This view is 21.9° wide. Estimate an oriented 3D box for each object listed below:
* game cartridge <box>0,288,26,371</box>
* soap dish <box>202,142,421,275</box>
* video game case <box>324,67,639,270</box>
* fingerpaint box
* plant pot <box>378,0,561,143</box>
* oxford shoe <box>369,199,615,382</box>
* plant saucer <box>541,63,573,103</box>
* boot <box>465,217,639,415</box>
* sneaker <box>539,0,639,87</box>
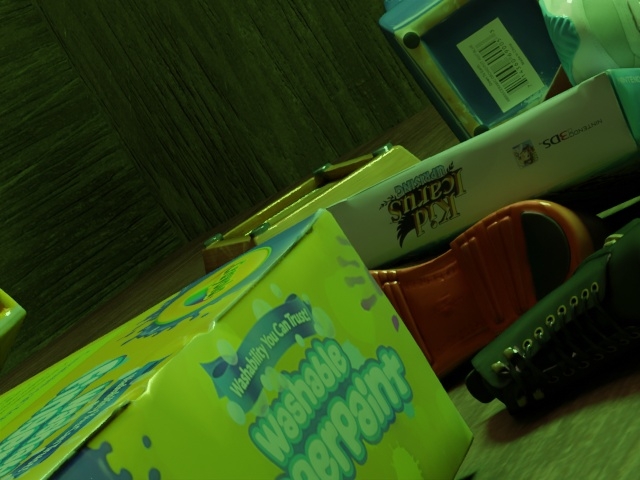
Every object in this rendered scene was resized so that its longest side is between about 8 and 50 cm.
[{"bbox_3d":[-0.346,0.204,1.150,0.285,0.052,0.324,-48,-5,-48],"label":"game cartridge"},{"bbox_3d":[0.000,0.000,1.782,0.229,0.118,0.291,-33,7,-16],"label":"soap dish"},{"bbox_3d":[0.175,-0.051,1.201,0.244,0.061,0.269,-27,-10,35],"label":"video game case"},{"bbox_3d":[-0.161,0.193,0.753,0.371,0.163,0.445,-30,6,23],"label":"fingerpaint box"},{"bbox_3d":[0.210,-0.232,1.844,0.236,0.236,0.212,-33,10,21],"label":"plant pot"},{"bbox_3d":[0.083,0.054,1.134,0.271,0.097,0.098,-24,-12,32],"label":"oxford shoe"},{"bbox_3d":[0.251,-0.155,1.562,0.258,0.047,0.259,-66,-8,28],"label":"plant saucer"},{"bbox_3d":[0.147,0.049,0.884,0.137,0.077,0.198,-36,-7,-2],"label":"boot"},{"bbox_3d":[0.232,-0.156,1.158,0.092,0.087,0.228,-23,-6,37],"label":"sneaker"}]
